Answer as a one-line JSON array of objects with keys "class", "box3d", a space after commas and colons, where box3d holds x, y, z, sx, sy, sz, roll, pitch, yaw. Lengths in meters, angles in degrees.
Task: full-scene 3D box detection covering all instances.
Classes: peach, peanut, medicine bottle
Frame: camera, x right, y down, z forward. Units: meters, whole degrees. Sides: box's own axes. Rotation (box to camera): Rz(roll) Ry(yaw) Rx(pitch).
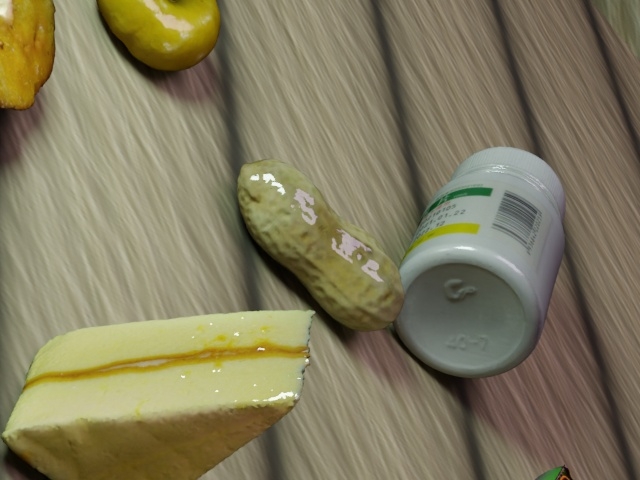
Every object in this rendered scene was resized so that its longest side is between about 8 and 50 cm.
[{"class": "peach", "box3d": [-0.208, -0.302, 1.985, 0.179, 0.103, 0.179, 36, 32, -27]}, {"class": "peanut", "box3d": [0.000, 0.000, 1.945, 0.274, 0.111, 0.125, 47, 27, -10]}, {"class": "medicine bottle", "box3d": [0.230, 0.018, 2.133, 0.208, 0.208, 0.339, 46, 32, -11]}]

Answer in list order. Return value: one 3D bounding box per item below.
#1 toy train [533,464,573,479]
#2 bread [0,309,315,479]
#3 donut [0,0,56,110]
[{"class": "toy train", "box3d": [0.286, 0.413, 1.916, 0.160, 0.100, 0.296, 44, 33, 1]}, {"class": "bread", "box3d": [-0.154, 0.128, 1.477, 0.163, 0.264, 0.167, 41, 27, -20]}, {"class": "donut", "box3d": [-0.383, -0.254, 1.658, 0.253, 0.118, 0.253, 40, 39, -43]}]
